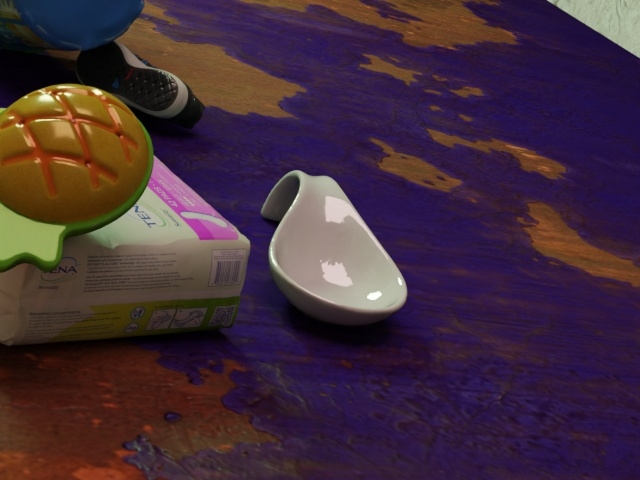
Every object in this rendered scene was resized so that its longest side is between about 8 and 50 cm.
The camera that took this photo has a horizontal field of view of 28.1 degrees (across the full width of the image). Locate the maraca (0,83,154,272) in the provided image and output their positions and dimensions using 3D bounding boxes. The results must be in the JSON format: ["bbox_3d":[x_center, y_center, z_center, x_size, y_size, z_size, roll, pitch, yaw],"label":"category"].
[{"bbox_3d":[-0.203,-0.048,0.957,0.127,0.099,0.185,30,51,9],"label":"maraca"}]

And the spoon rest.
[{"bbox_3d":[0.000,0.000,1.269,0.137,0.084,0.276,9,22,-20],"label":"spoon rest"}]

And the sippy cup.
[{"bbox_3d":[-0.327,-0.330,1.560,0.240,0.305,0.224,16,8,-36],"label":"sippy cup"}]

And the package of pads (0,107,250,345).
[{"bbox_3d":[-0.233,-0.024,1.120,0.229,0.101,0.296,-2,29,-40],"label":"package of pads"}]

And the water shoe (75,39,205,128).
[{"bbox_3d":[-0.229,-0.189,1.598,0.203,0.073,0.080,33,-2,38],"label":"water shoe"}]
